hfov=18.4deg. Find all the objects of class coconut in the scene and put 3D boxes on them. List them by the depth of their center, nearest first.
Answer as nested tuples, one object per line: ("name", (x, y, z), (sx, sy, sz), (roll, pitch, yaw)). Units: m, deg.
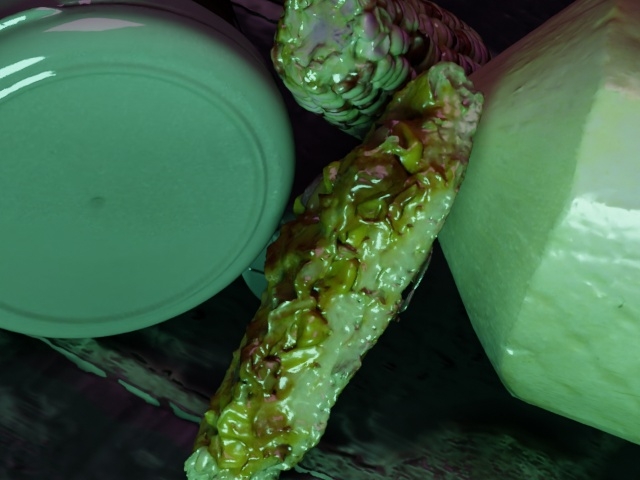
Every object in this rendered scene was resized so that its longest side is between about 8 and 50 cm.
("coconut", (0.174, -0.017, 1.025), (0.259, 0.259, 0.259), (6, 42, -5))

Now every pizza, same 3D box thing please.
("pizza", (0.001, 0.018, 0.980), (0.058, 0.246, 0.127), (28, 12, -16))

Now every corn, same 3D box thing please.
("corn", (0.034, -0.094, 1.086), (0.092, 0.092, 0.280), (27, 5, 17))

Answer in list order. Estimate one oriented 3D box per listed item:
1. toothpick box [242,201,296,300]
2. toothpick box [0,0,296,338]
("toothpick box", (0.000, 0.000, 1.101), (0.083, 0.052, 0.052), (-23, 51, -34))
("toothpick box", (-0.154, -0.116, 1.091), (0.229, 0.229, 0.316), (-3, 42, -15))
